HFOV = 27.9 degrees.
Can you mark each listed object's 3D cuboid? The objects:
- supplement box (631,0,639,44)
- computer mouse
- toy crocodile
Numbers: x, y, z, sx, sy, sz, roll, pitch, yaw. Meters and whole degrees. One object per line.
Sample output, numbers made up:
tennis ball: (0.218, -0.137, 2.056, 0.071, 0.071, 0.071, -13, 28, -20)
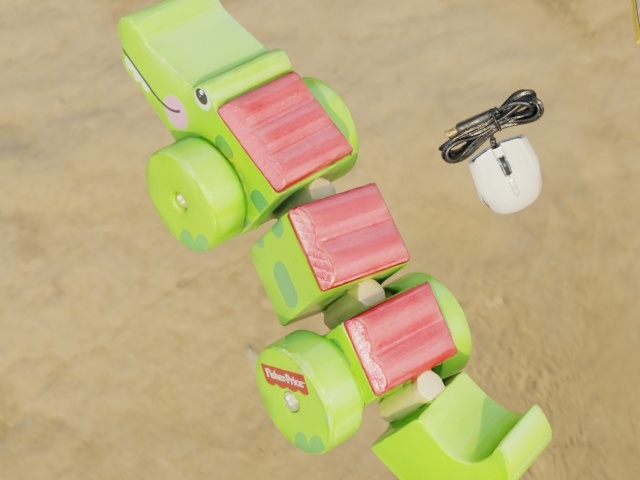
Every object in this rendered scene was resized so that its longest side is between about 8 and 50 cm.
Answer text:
supplement box: (0.211, -0.151, 0.721, 0.043, 0.083, 0.055, 7, 64, -11)
computer mouse: (0.185, -0.072, 1.277, 0.106, 0.193, 0.042, -28, 59, 6)
toy crocodile: (0.000, 0.000, 0.719, 0.115, 0.105, 0.340, -25, 79, -32)
